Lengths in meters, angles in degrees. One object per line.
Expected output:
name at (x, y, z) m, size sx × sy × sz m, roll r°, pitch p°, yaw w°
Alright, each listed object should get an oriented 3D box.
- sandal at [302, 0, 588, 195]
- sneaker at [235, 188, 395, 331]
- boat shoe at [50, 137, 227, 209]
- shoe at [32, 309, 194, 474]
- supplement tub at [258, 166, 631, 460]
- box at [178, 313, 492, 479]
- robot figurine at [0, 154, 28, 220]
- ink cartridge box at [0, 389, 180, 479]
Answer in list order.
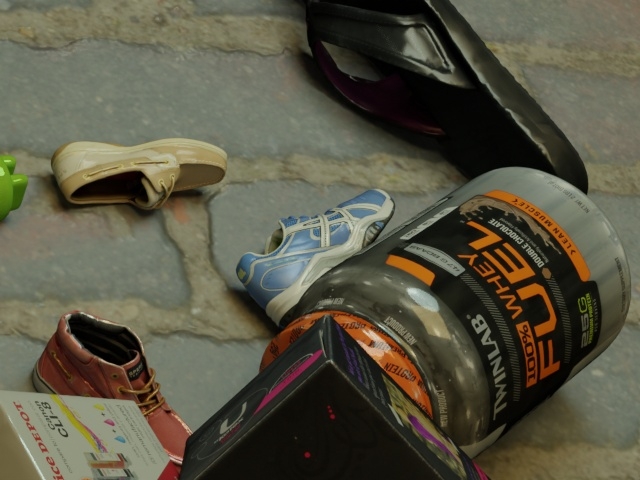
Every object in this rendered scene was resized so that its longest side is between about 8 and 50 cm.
sandal at (0.091, -0.174, 1.994) m, size 0.107 × 0.167 × 0.446 m, roll -34°, pitch 70°, yaw -27°
sneaker at (0.000, 0.000, 1.823) m, size 0.081 × 0.080 × 0.211 m, roll 40°, pitch 41°, yaw 6°
boat shoe at (-0.166, -0.056, 1.805) m, size 0.170 × 0.063 × 0.059 m, roll -3°, pitch 53°, yaw -19°
shoe at (-0.157, 0.133, 1.605) m, size 0.178 × 0.081 × 0.063 m, roll 36°, pitch 42°, yaw 7°
supplement tub at (0.111, 0.082, 1.712) m, size 0.207 × 0.207 × 0.338 m, roll 43°, pitch 44°, yaw 14°
box at (0.039, 0.218, 1.486) m, size 0.270 × 0.165 × 0.143 m, roll 46°, pitch 9°, yaw -9°
robot figurine at (-0.318, -0.043, 1.699) m, size 0.115 × 0.067 × 0.101 m, roll -13°, pitch 56°, yaw -37°
ink cartridge box at (-0.202, 0.200, 1.436) m, size 0.176 × 0.127 × 0.128 m, roll 12°, pitch 39°, yaw -58°
